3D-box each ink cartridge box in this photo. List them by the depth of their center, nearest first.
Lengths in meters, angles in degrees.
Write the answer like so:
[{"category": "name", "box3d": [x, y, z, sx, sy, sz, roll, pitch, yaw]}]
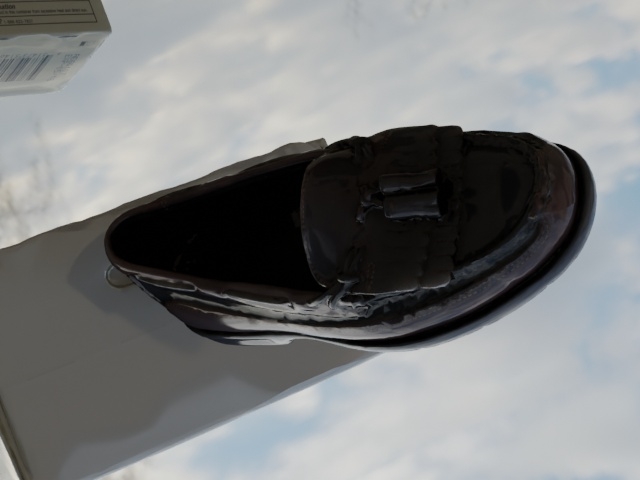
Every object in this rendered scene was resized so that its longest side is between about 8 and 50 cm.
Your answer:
[{"category": "ink cartridge box", "box3d": [-0.150, 0.070, 1.097, 0.279, 0.160, 0.384, -23, 180, -21]}]

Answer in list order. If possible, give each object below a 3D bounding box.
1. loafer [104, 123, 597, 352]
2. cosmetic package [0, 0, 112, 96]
[{"category": "loafer", "box3d": [0.000, 0.000, 0.771, 0.302, 0.095, 0.109, -13, -119, 45]}, {"category": "cosmetic package", "box3d": [-0.318, -0.284, 1.272, 0.160, 0.309, 0.113, -8, 160, -40]}]
